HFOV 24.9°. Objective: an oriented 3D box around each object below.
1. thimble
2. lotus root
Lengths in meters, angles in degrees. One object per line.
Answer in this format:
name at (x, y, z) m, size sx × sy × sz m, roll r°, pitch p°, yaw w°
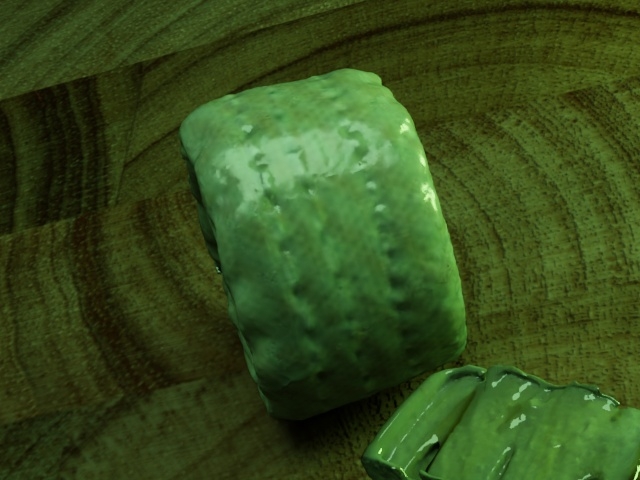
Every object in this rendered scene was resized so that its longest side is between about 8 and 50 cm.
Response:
thimble at (0.000, 0.000, 1.280) m, size 0.195 × 0.291 × 0.291 m, roll -17°, pitch 35°, yaw -5°
lotus root at (0.158, 0.185, 1.077) m, size 0.235 × 0.138 × 0.119 m, roll 14°, pitch 43°, yaw 40°
